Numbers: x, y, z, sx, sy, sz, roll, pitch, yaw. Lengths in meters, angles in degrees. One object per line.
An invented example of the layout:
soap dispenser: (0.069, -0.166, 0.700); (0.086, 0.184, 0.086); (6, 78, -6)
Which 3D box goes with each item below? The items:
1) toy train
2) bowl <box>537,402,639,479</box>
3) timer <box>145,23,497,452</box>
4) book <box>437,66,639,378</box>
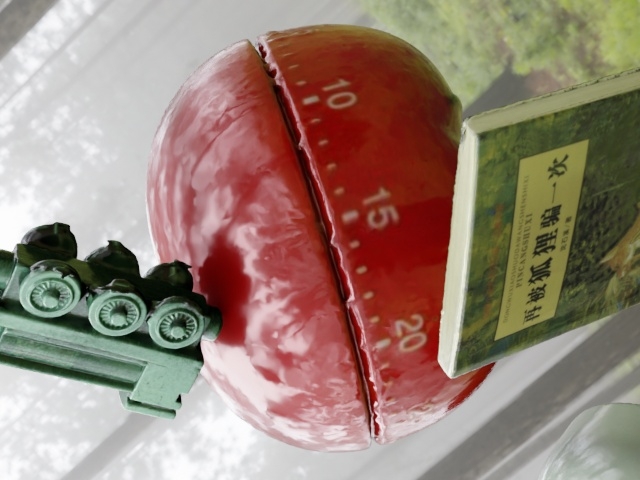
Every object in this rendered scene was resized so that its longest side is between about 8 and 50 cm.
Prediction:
toy train: (-0.156, 0.059, 0.653); (0.170, 0.111, 0.071); (18, -158, -27)
bowl: (0.427, 0.422, 1.286); (0.354, 0.185, 0.354); (34, 139, 36)
timer: (0.000, 0.000, 0.841); (0.378, 0.279, 0.378); (162, 90, -85)
book: (0.168, -0.021, 0.523); (0.024, 0.228, 0.160); (46, 146, 46)
